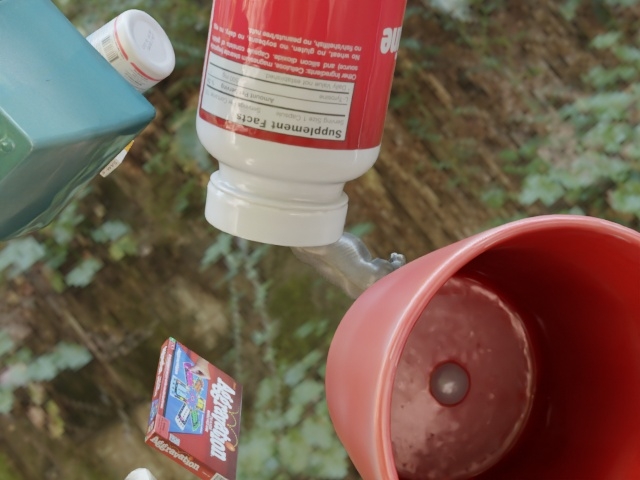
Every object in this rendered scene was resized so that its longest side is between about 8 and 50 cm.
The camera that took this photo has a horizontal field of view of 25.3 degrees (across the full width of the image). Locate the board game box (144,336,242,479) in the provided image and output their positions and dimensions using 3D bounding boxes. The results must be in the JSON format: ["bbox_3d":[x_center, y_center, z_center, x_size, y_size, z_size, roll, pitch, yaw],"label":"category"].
[{"bbox_3d":[-0.184,0.255,2.123,0.027,0.145,0.281,-48,17,18],"label":"board game box"}]

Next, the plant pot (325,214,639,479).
[{"bbox_3d":[0.131,0.116,1.084,0.275,0.275,0.243,-38,10,-14],"label":"plant pot"}]

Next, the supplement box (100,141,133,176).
[{"bbox_3d":[-0.293,-0.137,1.832,0.036,0.098,0.062,-37,19,29],"label":"supplement box"}]

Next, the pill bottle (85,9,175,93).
[{"bbox_3d":[-0.250,-0.188,1.621,0.160,0.087,0.087,-28,-1,26],"label":"pill bottle"}]

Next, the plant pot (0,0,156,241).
[{"bbox_3d":[-0.281,-0.099,1.237,0.166,0.165,0.234,-43,3,14],"label":"plant pot"}]

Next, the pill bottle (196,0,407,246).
[{"bbox_3d":[-0.025,-0.210,1.703,0.229,0.229,0.408,-26,-51,-64],"label":"pill bottle"}]

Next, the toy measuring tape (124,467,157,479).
[{"bbox_3d":[-0.199,0.267,0.804,0.330,0.121,0.121,-61,8,-35],"label":"toy measuring tape"}]

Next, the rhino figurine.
[{"bbox_3d":[0.000,0.000,1.939,0.073,0.243,0.106,-54,3,27],"label":"rhino figurine"}]
